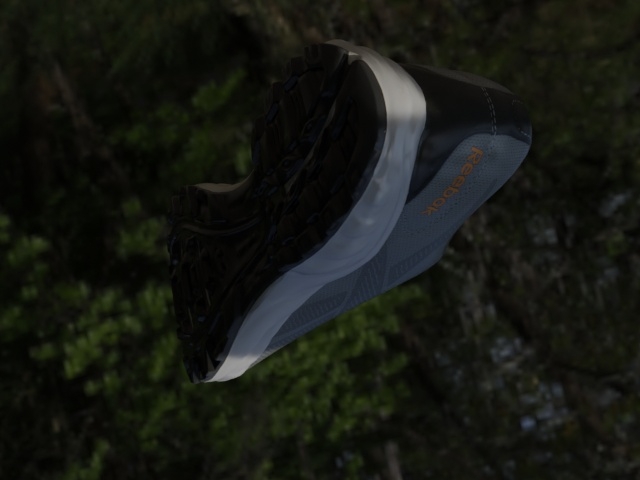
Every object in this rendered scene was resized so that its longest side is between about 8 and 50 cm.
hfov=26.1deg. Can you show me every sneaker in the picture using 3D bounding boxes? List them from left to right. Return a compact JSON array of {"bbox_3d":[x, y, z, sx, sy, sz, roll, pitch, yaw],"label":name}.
[{"bbox_3d":[0.000,0.000,0.652,0.108,0.100,0.271,-1,160,-28],"label":"sneaker"}]
